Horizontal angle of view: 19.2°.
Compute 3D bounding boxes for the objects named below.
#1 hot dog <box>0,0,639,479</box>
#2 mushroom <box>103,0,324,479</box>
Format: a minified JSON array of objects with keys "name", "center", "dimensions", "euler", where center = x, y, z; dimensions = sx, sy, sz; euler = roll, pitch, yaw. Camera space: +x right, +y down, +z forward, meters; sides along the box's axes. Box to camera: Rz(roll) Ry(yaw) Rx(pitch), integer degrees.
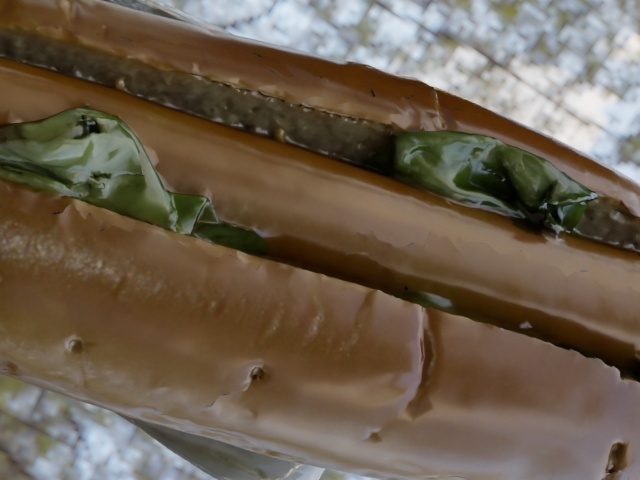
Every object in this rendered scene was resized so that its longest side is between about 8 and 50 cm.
[{"name":"hot dog","center":[0.000,0.000,0.446],"dimensions":[0.068,0.249,0.100],"euler":[-40,-141,55]},{"name":"mushroom","center":[-0.116,-0.048,0.678],"dimensions":[0.122,0.328,0.159],"euler":[-43,-155,33]}]
